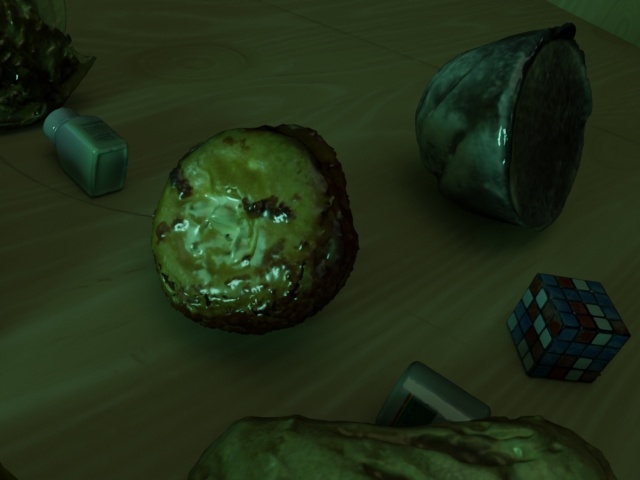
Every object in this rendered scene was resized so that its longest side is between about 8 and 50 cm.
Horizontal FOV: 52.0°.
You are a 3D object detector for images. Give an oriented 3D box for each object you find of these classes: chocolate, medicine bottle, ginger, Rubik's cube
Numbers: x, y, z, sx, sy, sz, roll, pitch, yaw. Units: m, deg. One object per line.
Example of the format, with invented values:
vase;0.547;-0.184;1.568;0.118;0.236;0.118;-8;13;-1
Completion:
chocolate;0.263;-0.174;1.015;0.213;0.303;0.303;13;28;38
medicine bottle;0.126;0.184;0.641;0.130;0.080;0.080;32;39;17
ginger;0.062;0.204;0.516;0.354;0.126;0.190;-3;12;-7
medicine bottle;-0.302;-0.119;0.841;0.118;0.074;0.055;38;42;25
Rubik's cube;0.299;0.107;0.801;0.092;0.092;0.092;9;38;-12

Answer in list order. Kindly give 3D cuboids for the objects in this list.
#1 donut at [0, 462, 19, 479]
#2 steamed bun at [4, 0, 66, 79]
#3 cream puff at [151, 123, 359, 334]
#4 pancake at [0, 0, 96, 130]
donut;-0.291;0.231;0.325;0.330;0.160;0.330;24;16;-7
steamed bun;-0.524;-0.355;0.934;0.207;0.268;0.280;4;6;42
cream puff;-0.066;-0.013;0.712;0.240;0.240;0.164;45;14;30
pancake;-0.440;-0.220;0.859;0.056;0.212;0.257;11;-11;47
